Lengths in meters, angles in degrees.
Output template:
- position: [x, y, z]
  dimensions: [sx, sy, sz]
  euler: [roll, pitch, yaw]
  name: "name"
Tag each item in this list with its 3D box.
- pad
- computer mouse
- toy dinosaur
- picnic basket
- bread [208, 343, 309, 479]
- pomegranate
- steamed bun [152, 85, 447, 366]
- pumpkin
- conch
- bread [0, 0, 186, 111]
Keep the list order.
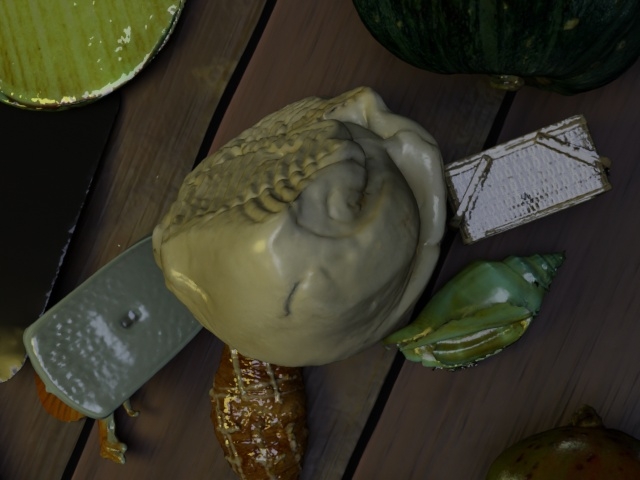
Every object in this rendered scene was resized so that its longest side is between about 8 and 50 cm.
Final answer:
- position: [-0.351, -0.029, 0.966]
  dimensions: [0.315, 0.063, 0.375]
  euler: [16, 80, 9]
  name: "pad"
- position: [-0.195, 0.080, 0.895]
  dimensions: [0.231, 0.079, 0.128]
  euler: [-39, 91, -21]
  name: "computer mouse"
- position: [-0.286, 0.149, 0.955]
  dimensions: [0.212, 0.057, 0.142]
  euler: [20, 110, 27]
  name: "toy dinosaur"
- position: [0.198, -0.057, 0.847]
  dimensions: [0.164, 0.115, 0.079]
  euler: [-21, 85, 7]
  name: "picnic basket"
- position: [-0.067, 0.171, 0.906]
  dimensions: [0.105, 0.076, 0.233]
  euler: [-4, 88, 6]
  name: "bread"
- position: [0.232, 0.285, 0.795]
  dimensions: [0.198, 0.198, 0.246]
  euler: [40, 78, 6]
  name: "pomegranate"
- position: [-0.002, 0.002, 0.795]
  dimensions: [0.276, 0.289, 0.203]
  euler: [-39, 115, -17]
  name: "steamed bun"
- position: [0.143, -0.270, 0.753]
  dimensions: [0.293, 0.197, 0.263]
  euler: [24, 112, 38]
  name: "pumpkin"
- position: [0.166, 0.072, 0.873]
  dimensions: [0.095, 0.079, 0.201]
  euler: [44, 113, -7]
  name: "conch"
- position: [-0.291, -0.292, 0.950]
  dimensions: [0.301, 0.045, 0.301]
  euler: [0, 88, 6]
  name: "bread"
